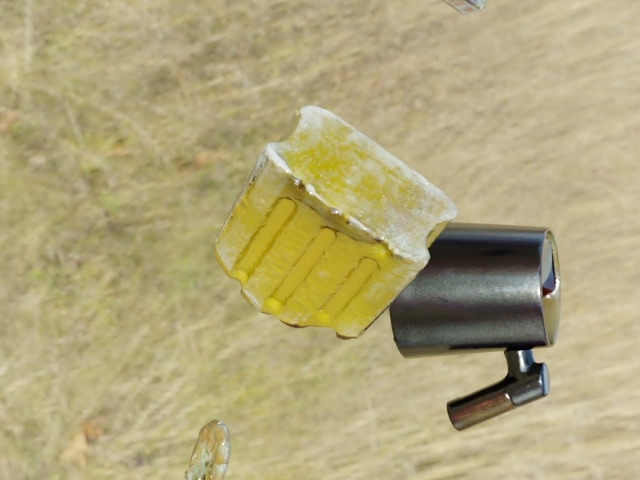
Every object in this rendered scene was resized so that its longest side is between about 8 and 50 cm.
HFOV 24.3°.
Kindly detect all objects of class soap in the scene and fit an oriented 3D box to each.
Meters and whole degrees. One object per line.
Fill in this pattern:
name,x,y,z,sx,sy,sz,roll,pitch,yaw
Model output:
soap,0.000,0.000,1.288,0.160,0.257,0.080,36,64,0

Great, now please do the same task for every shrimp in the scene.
shrimp,-0.152,0.312,2.033,0.041,0.180,0.099,1,57,-22

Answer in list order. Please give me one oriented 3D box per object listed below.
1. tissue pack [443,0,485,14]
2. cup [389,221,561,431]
tissue pack,0.140,-0.281,1.568,0.083,0.035,0.063,24,64,-48
cup,0.191,0.088,1.764,0.166,0.177,0.239,-62,146,-58
